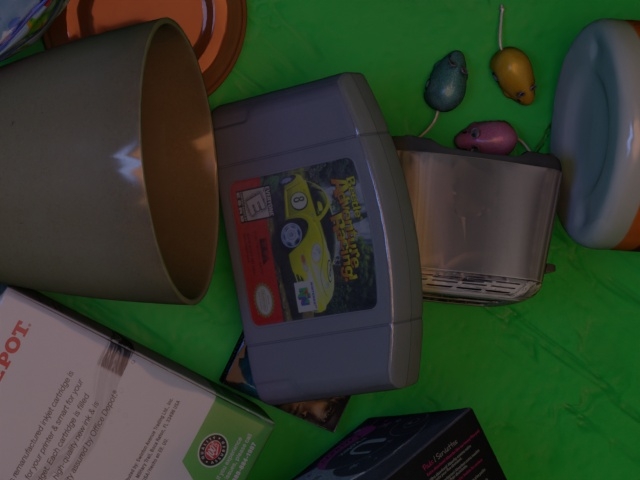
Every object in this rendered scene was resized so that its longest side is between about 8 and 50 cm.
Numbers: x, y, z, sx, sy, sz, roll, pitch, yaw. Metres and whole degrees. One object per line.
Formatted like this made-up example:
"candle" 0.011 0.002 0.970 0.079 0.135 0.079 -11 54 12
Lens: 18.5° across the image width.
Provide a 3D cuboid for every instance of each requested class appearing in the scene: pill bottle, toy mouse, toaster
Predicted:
"pill bottle" 0.439 -0.092 1.897 0.392 0.224 0.224 3 96 -11
"toy mouse" 0.152 -0.130 1.934 0.143 0.031 0.161 -26 101 -7
"toaster" 0.120 -0.017 1.878 0.227 0.129 0.146 7 82 -16

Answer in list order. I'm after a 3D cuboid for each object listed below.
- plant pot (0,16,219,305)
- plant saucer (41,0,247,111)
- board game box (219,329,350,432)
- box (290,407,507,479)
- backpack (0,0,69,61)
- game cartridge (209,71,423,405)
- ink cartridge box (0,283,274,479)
"plant pot" -0.254 -0.057 1.764 0.274 0.256 0.256 -5 98 11
"plant saucer" -0.166 -0.214 1.858 0.200 0.037 0.200 -1 97 -12
"board game box" -0.004 0.080 1.929 0.126 0.026 0.186 25 91 -13
"box" 0.044 0.277 1.845 0.247 0.163 0.142 -33 104 -38
"backpack" -0.371 -0.304 1.698 0.290 0.273 0.355 -47 134 -6
"game cartridge" 0.000 0.000 1.825 0.060 0.196 0.294 -8 87 -54
"ink cartridge box" -0.223 0.188 1.848 0.289 0.121 0.211 29 91 -13
